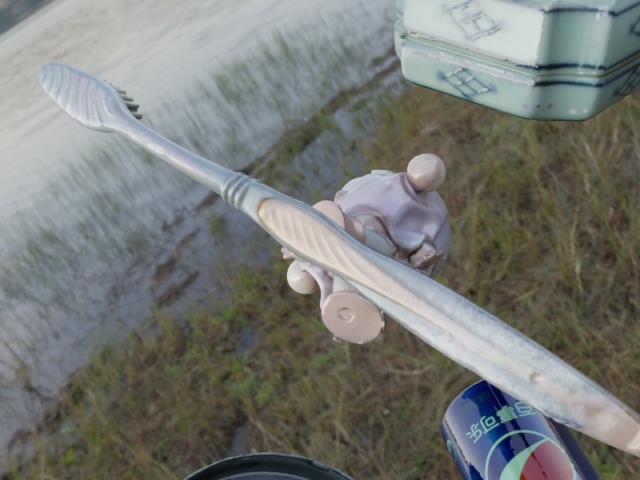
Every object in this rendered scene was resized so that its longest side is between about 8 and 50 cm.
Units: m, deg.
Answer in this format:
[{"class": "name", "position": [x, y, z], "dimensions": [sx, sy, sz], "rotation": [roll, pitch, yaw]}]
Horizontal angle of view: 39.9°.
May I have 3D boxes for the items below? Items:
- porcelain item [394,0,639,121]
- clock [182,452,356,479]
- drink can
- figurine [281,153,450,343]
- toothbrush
[{"class": "porcelain item", "position": [0.250, -0.260, 1.051], "dimensions": [0.281, 0.157, 0.286], "rotation": [26, 39, 32]}, {"class": "clock", "position": [-0.044, 0.358, 0.840], "dimensions": [0.312, 0.312, 0.061], "rotation": [-53, -6, -41]}, {"class": "drink can", "position": [0.197, 0.227, 0.826], "dimensions": [0.118, 0.118, 0.205], "rotation": [-31, 39, 5]}, {"class": "figurine", "position": [0.053, 0.006, 0.847], "dimensions": [0.200, 0.133, 0.276], "rotation": [-42, -1, 21]}, {"class": "toothbrush", "position": [0.000, 0.000, 0.443], "dimensions": [0.028, 0.375, 0.037], "rotation": [-62, -18, 12]}]
